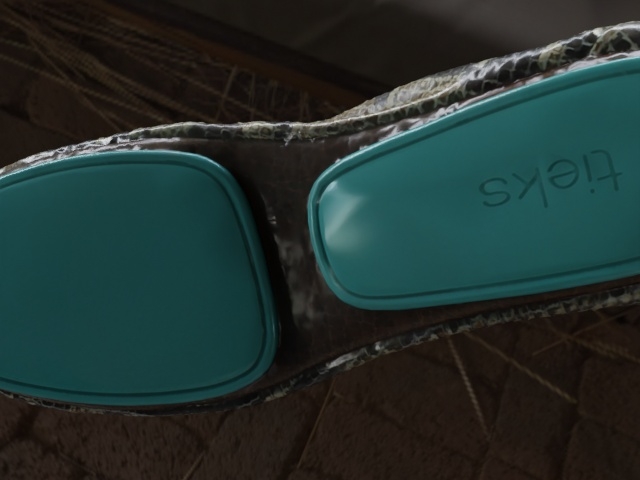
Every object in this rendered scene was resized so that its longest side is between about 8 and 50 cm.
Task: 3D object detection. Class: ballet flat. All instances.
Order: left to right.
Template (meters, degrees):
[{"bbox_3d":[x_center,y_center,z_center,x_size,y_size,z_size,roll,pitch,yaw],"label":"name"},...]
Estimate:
[{"bbox_3d":[0.000,0.000,0.502,0.482,0.182,0.164,-12,90,20],"label":"ballet flat"}]
